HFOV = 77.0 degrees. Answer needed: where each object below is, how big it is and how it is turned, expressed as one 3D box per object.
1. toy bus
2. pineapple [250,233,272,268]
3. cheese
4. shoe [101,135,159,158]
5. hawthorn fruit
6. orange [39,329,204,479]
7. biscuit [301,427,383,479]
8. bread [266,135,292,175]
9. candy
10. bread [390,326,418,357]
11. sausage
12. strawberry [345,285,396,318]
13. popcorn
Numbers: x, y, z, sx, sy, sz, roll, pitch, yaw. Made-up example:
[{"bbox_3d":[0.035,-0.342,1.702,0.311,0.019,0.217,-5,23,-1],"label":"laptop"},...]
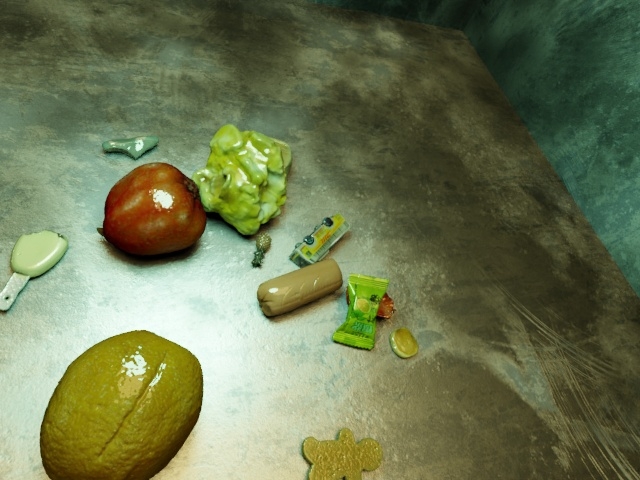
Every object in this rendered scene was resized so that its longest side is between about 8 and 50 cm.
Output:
[{"bbox_3d":[0.000,0.000,1.495,0.106,0.092,0.268,47,53,0],"label":"toy bus"},{"bbox_3d":[-0.212,0.037,1.407,0.058,0.058,0.124,22,54,-7],"label":"pineapple"},{"bbox_3d":[-0.837,0.078,1.141,0.127,0.050,0.256,19,54,-9],"label":"cheese"},{"bbox_3d":[-0.686,-0.334,1.468,0.195,0.079,0.078,-16,100,-37],"label":"shoe"},{"bbox_3d":[-0.508,-0.089,1.244,0.295,0.295,0.311,38,57,6],"label":"hawthorn fruit"},{"bbox_3d":[-0.447,0.393,0.928,0.322,0.322,0.357,28,71,-2],"label":"orange"},{"bbox_3d":[0.066,0.621,1.144,0.240,0.035,0.158,2,60,-19],"label":"biscuit"},{"bbox_3d":[-0.221,-0.323,1.605,0.209,0.110,0.192,12,49,-14],"label":"bread"},{"bbox_3d":[0.137,0.234,1.348,0.148,0.069,0.247,15,78,-8],"label":"candy"},{"bbox_3d":[0.294,0.358,1.410,0.109,0.024,0.110,10,55,-14],"label":"bread"},{"bbox_3d":[-0.067,0.156,1.344,0.304,0.121,0.121,-19,67,-29],"label":"sausage"},{"bbox_3d":[0.171,0.215,1.431,0.188,0.082,0.121,34,76,-5],"label":"strawberry"},{"bbox_3d":[-0.274,-0.218,1.417,0.292,0.293,0.334,25,79,33],"label":"popcorn"}]
